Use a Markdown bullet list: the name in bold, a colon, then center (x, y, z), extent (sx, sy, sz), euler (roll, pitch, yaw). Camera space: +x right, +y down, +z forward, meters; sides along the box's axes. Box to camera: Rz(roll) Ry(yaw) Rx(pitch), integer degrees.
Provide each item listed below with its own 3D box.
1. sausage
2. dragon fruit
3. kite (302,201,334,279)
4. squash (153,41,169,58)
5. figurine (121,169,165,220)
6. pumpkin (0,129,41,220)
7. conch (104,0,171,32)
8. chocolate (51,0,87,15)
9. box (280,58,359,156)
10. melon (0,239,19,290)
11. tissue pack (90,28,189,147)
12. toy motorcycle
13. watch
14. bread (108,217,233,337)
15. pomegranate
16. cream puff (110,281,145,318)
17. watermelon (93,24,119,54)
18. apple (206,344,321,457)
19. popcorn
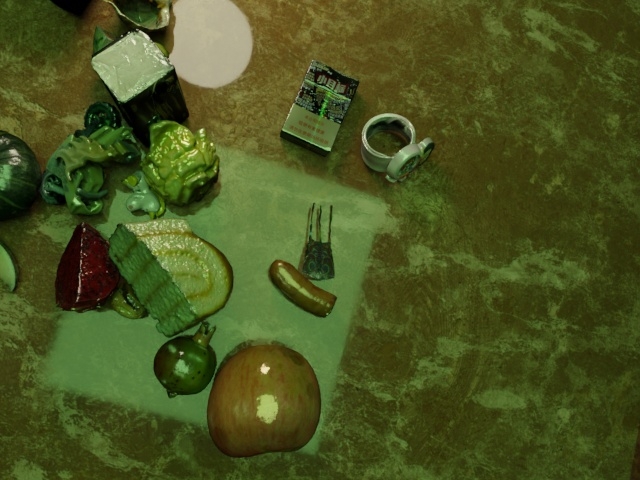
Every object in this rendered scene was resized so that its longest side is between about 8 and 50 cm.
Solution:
- **sausage**: center (-0.070, 0.170, 1.847), extent (0.270, 0.109, 0.109), euler (38, 78, -3)
- **dragon fruit**: center (-0.763, 0.127, 1.712), extent (0.152, 0.205, 0.317), euler (21, 45, -42)
- **kite**: center (0.000, 0.000, 1.900), extent (0.152, 0.015, 0.286), euler (13, 76, -39)
- **squash**: center (-0.653, -0.623, 1.837), extent (0.247, 0.132, 0.133), euler (-33, 89, -14)
- **figurine**: center (-0.610, -0.155, 1.805), extent (0.129, 0.109, 0.178), euler (-11, 87, -33)
- **pumpkin**: center (-1.050, -0.208, 1.677), extent (0.299, 0.207, 0.301), euler (0, 85, 5)
- **conch**: center (-0.646, -0.833, 1.848), extent (0.291, 0.158, 0.210), euler (-24, 106, -40)
- **chocolate**: center (-0.846, -1.009, 1.744), extent (0.383, 0.383, 0.331), euler (38, 76, -3)
- **box**: center (-0.003, -0.492, 1.953), extent (0.198, 0.084, 0.311), euler (23, 80, -6)
- **melon**: center (-1.046, 0.075, 1.716), extent (0.182, 0.054, 0.098), euler (43, 84, -1)
- **tissue pack**: center (-0.582, -0.487, 1.714), extent (0.210, 0.370, 0.198), euler (-43, 86, -11)
- **toy motorcycle**: center (-0.760, -0.247, 1.712), extent (0.237, 0.168, 0.410), euler (44, 106, 6)
- **watch**: center (0.278, -0.356, 1.959), extent (0.244, 0.196, 0.231), euler (-38, 69, -13)
- **bread**: center (-0.468, 0.084, 1.708), extent (0.395, 0.239, 0.264), euler (54, 44, 1)
- **pomegranate**: center (-0.427, 0.388, 1.697), extent (0.198, 0.198, 0.246), euler (37, 102, -3)
- **cream puff**: center (-0.634, 0.205, 1.738), extent (0.104, 0.119, 0.133), euler (-35, 77, 9)
- **watermelon**: center (-0.735, -0.704, 1.847), extent (0.158, 0.121, 0.098), euler (-21, 64, -16)
- **apple**: center (-0.176, 0.504, 1.659), extent (0.363, 0.364, 0.365), euler (1, 82, -10)
- **popcorn**: center (-0.460, -0.259, 1.768), extent (0.237, 0.293, 0.293), euler (37, 78, 3)
